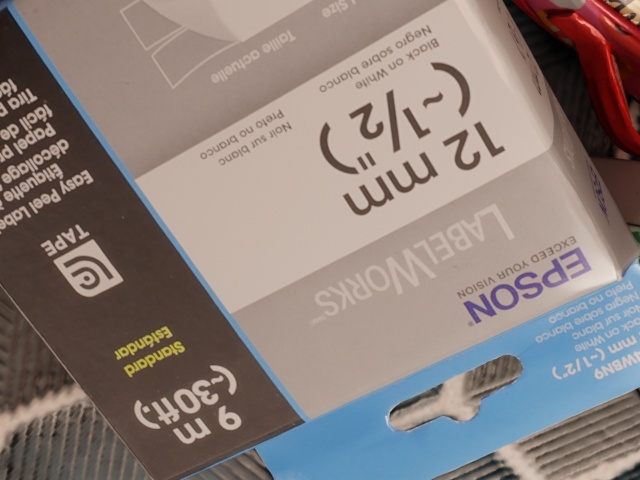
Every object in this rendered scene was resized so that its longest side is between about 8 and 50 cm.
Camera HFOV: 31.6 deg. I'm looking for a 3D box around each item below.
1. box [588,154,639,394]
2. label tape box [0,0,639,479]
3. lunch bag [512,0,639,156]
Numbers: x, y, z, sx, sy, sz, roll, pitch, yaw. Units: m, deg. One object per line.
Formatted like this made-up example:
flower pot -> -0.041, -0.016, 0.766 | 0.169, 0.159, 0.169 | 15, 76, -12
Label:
box -> 0.262, 0.097, 0.629 | 0.058, 0.232, 0.322 | -38, 108, -12
label tape box -> 0.000, 0.000, 0.537 | 0.249, 0.115, 0.348 | -27, 108, 18
lunch bag -> 0.248, -0.155, 0.641 | 0.293, 0.120, 0.258 | 32, 89, -21
